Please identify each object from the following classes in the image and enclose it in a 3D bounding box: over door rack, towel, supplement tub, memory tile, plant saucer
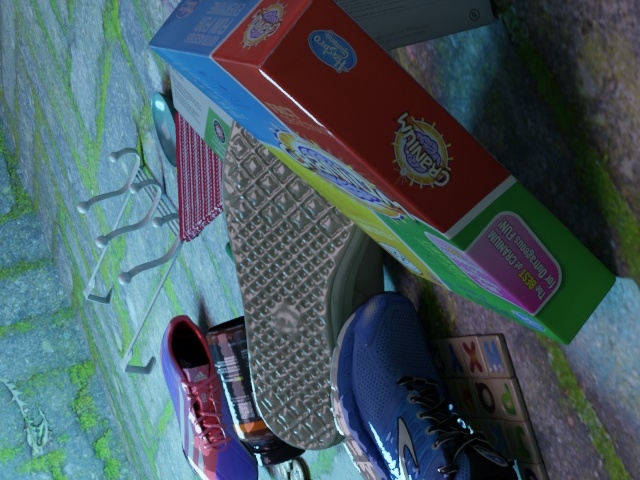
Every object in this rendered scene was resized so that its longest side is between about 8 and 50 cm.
[{"bbox_3d":[-0.339,0.038,2.015,0.239,0.108,0.324,51,133,45],"label":"over door rack"},{"bbox_3d":[-0.151,-0.117,1.574,0.275,0.031,0.199,151,117,-68],"label":"towel"},{"bbox_3d":[-0.080,0.200,1.592,0.106,0.106,0.198,-7,100,69],"label":"supplement tub"},{"bbox_3d":[-0.027,0.368,1.726,0.148,0.012,0.113,62,157,26],"label":"memory tile"},{"bbox_3d":[-0.225,-0.169,1.784,0.119,0.021,0.119,52,152,43],"label":"plant saucer"}]

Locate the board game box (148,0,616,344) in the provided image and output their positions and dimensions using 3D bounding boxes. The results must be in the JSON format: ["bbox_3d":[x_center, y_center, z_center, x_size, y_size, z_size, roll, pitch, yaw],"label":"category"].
[{"bbox_3d":[0.040,-0.063,0.882,0.316,0.064,0.242,40,174,-26],"label":"board game box"}]

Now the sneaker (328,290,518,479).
[{"bbox_3d":[0.113,0.196,1.085,0.147,0.129,0.330,-34,64,42],"label":"sneaker"}]

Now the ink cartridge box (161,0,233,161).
[{"bbox_3d":[-0.083,-0.235,1.230,0.201,0.117,0.278,47,148,48],"label":"ink cartridge box"}]

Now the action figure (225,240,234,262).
[{"bbox_3d":[-0.048,0.052,1.451,0.137,0.063,0.232,96,153,-43],"label":"action figure"}]

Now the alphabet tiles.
[{"bbox_3d":[0.146,0.188,1.142,0.237,0.009,0.198,-18,89,69],"label":"alphabet tiles"}]

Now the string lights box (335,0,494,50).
[{"bbox_3d":[0.034,-0.274,0.876,0.077,0.133,0.260,-159,55,-67],"label":"string lights box"}]

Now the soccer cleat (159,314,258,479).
[{"bbox_3d":[-0.188,0.268,1.924,0.116,0.108,0.318,97,153,-55],"label":"soccer cleat"}]

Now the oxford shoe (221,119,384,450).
[{"bbox_3d":[0.000,0.000,1.196,0.169,0.130,0.449,14,120,29],"label":"oxford shoe"}]
